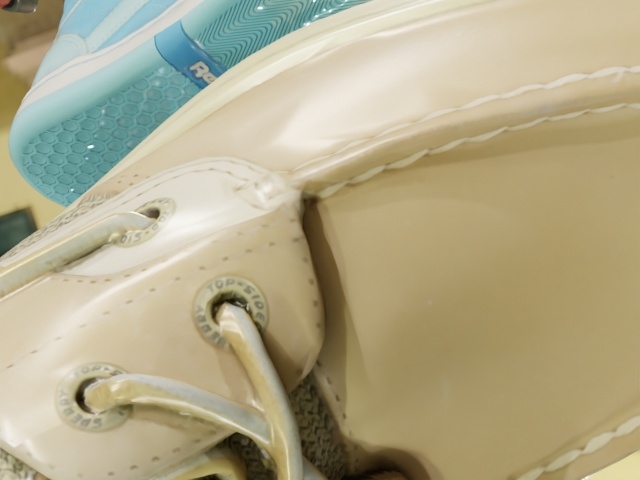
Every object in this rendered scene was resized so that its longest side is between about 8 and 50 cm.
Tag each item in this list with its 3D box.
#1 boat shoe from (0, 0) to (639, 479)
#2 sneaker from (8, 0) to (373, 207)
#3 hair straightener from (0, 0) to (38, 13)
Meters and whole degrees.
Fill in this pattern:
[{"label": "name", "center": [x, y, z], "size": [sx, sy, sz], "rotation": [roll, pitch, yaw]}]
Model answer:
[{"label": "boat shoe", "center": [-0.030, 0.042, 0.360], "size": [0.098, 0.302, 0.109], "rotation": [-96, -17, -66]}, {"label": "sneaker", "center": [-0.044, -0.160, 1.171], "size": [0.127, 0.319, 0.208], "rotation": [47, -145, -37]}, {"label": "hair straightener", "center": [-0.191, -0.141, 0.850], "size": [0.230, 0.047, 0.089], "rotation": [-9, -96, -40]}]
